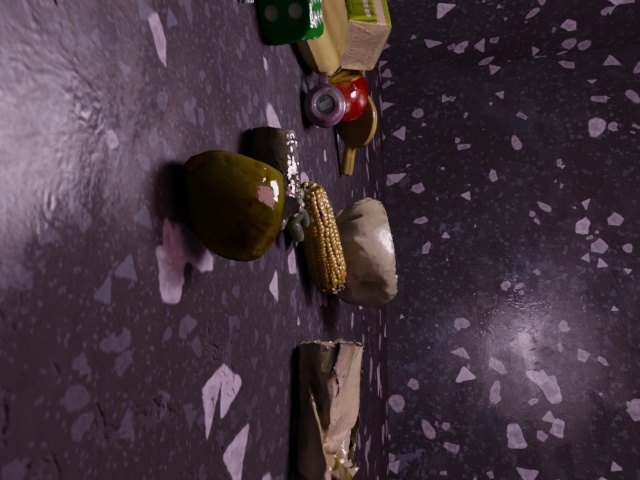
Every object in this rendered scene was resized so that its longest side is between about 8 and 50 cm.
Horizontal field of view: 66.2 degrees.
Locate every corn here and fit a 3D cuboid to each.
[{"bbox_3d":[0.000,0.000,1.249,0.115,0.115,0.318,-72,154,-58],"label":"corn"}]

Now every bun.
[{"bbox_3d":[0.112,0.042,1.514,0.360,0.210,0.360,-7,90,-88],"label":"bun"}]

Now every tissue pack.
[{"bbox_3d":[0.108,-0.726,1.580,0.200,0.167,0.275,123,-37,-62],"label":"tissue pack"}]

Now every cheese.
[{"bbox_3d":[-0.003,-0.598,1.365,0.316,0.128,0.260,49,48,-62],"label":"cheese"}]

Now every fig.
[{"bbox_3d":[-0.121,-0.060,0.697,0.154,0.144,0.166,-48,138,-18],"label":"fig"}]

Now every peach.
[{"bbox_3d":[0.080,-0.482,1.637,0.267,0.158,0.154,-75,163,-59],"label":"peach"}]

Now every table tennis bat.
[{"bbox_3d":[0.115,-0.387,1.783,0.050,0.198,0.321,-17,127,-38],"label":"table tennis bat"}]

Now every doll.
[{"bbox_3d":[-0.056,-0.065,1.041,0.115,0.077,0.150,-59,145,-24],"label":"doll"}]

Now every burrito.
[{"bbox_3d":[0.015,0.396,1.147,0.190,0.135,0.332,36,55,-62],"label":"burrito"}]

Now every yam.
[{"bbox_3d":[-0.087,-0.134,0.926,0.107,0.106,0.183,37,48,-73],"label":"yam"}]

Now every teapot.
[{"bbox_3d":[0.003,-0.388,1.395,0.148,0.116,0.146,58,3,-4],"label":"teapot"}]

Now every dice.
[{"bbox_3d":[-0.063,-0.500,1.067,0.128,0.120,0.131,-65,147,-63],"label":"dice"}]

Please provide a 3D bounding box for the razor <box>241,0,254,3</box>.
[{"bbox_3d":[-0.134,-0.541,0.980,0.211,0.035,0.084,-86,-176,-53],"label":"razor"}]

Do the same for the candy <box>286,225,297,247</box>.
[{"bbox_3d":[-0.065,-0.052,1.137,0.088,0.038,0.136,-95,177,-61],"label":"candy"}]
